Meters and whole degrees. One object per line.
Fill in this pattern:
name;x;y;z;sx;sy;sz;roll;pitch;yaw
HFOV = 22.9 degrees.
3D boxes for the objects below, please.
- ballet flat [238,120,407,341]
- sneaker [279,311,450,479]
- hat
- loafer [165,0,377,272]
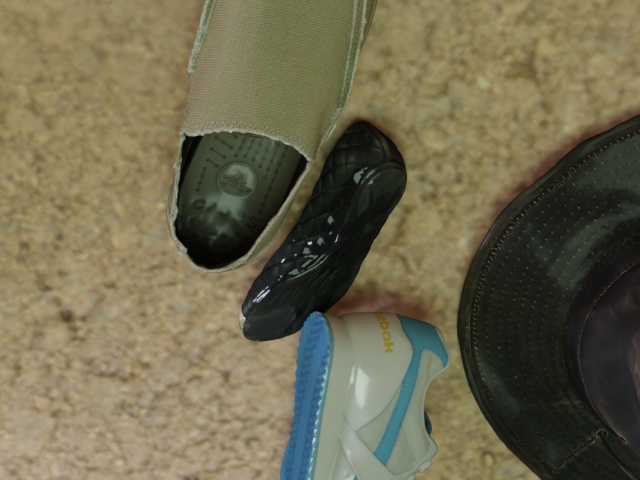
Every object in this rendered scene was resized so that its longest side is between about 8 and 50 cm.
ballet flat;0.000;0.000;1.002;0.057;0.049;0.173;12;127;-37
sneaker;0.026;0.149;1.050;0.092;0.087;0.229;0;125;-15
hat;0.248;0.088;0.988;0.331;0.134;0.331;1;119;1
loafer;-0.028;-0.090;0.919;0.102;0.092;0.268;12;117;-6
